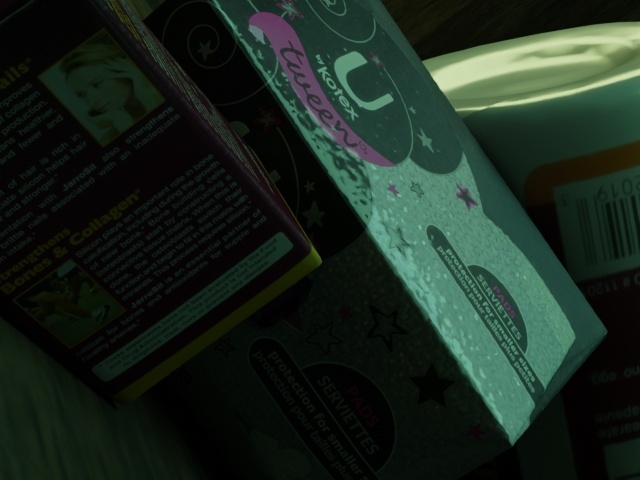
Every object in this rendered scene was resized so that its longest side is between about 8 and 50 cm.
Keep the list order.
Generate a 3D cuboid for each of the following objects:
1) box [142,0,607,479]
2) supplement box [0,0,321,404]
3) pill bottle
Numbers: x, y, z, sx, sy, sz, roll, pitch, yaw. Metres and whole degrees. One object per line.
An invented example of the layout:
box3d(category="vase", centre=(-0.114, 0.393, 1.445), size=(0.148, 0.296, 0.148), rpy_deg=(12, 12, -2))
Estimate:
box3d(category="box", centre=(0.000, 0.000, 0.764), size=(0.247, 0.142, 0.163), rpy_deg=(55, 29, 2))
box3d(category="supplement box", centre=(-0.094, -0.033, 0.586), size=(0.188, 0.104, 0.081), rpy_deg=(50, 5, -48))
box3d(category="pill bottle", centre=(0.158, 0.083, 0.949), size=(0.224, 0.224, 0.392), rpy_deg=(-114, -168, -74))
